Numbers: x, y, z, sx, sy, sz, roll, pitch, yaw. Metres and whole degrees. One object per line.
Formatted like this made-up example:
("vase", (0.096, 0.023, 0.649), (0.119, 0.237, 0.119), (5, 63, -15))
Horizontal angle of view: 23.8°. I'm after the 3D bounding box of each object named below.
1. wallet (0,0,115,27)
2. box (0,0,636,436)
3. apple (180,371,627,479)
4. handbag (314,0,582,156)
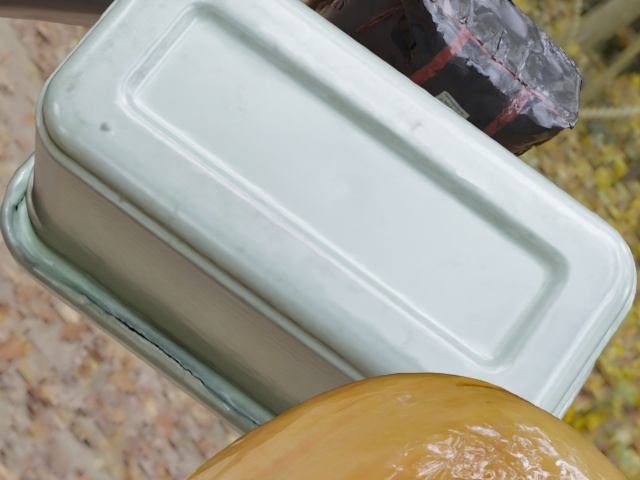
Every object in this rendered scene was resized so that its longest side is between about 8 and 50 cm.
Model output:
("wallet", (-0.316, -0.167, 0.894), (0.406, 0.062, 0.228), (-2, 13, -32))
("box", (0.000, 0.000, 0.741), (0.312, 0.175, 0.182), (36, -16, 3))
("apple", (0.015, 0.125, 0.351), (0.199, 0.199, 0.199), (44, 22, -23))
("handbag", (0.102, -0.150, 1.351), (0.215, 0.169, 0.155), (41, 43, -21))
